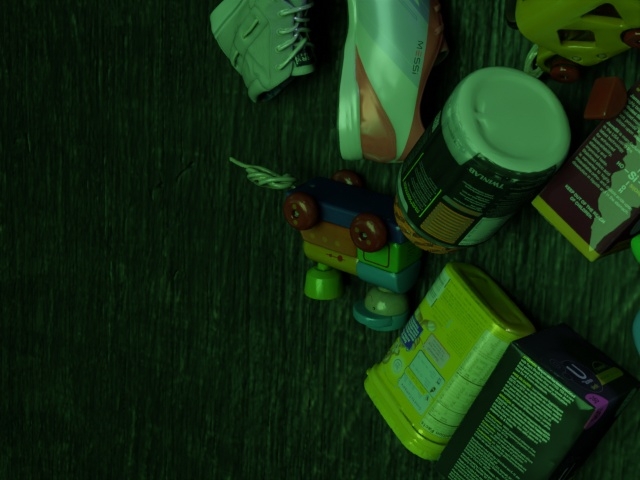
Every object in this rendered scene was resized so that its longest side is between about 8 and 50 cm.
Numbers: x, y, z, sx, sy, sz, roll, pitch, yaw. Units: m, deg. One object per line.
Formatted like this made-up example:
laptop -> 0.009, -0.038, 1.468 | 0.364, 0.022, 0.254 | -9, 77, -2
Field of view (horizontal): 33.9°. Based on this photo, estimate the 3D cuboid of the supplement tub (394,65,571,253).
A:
supplement tub -> 0.142, -0.067, 0.983 | 0.117, 0.117, 0.190 | 59, 153, 14

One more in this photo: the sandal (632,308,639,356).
sandal -> 0.382, 0.169, 0.883 | 0.317, 0.138, 0.126 | 51, 123, 21

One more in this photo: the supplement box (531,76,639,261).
supplement box -> 0.291, -0.078, 0.931 | 0.081, 0.104, 0.188 | 48, 120, 19

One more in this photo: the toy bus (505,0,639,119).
toy bus -> 0.217, -0.212, 0.907 | 0.202, 0.104, 0.191 | -60, 24, 26

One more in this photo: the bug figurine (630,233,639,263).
bug figurine -> 0.364, -0.013, 0.818 | 0.216, 0.072, 0.279 | 24, 90, -7

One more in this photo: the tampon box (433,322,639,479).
tampon box -> 0.209, 0.179, 1.014 | 0.101, 0.120, 0.161 | 40, 117, 26

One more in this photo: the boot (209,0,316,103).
boot -> -0.028, -0.239, 1.120 | 0.123, 0.095, 0.258 | 63, 151, 2

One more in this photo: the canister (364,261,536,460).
canister -> 0.132, 0.122, 1.079 | 0.170, 0.073, 0.126 | -59, 45, 24

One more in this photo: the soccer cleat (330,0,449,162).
soccer cleat -> 0.080, -0.238, 1.076 | 0.116, 0.108, 0.318 | 4, 92, 7

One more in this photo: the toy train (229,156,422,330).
toy train -> 0.000, 0.000, 1.160 | 0.248, 0.105, 0.143 | 18, 120, 32
